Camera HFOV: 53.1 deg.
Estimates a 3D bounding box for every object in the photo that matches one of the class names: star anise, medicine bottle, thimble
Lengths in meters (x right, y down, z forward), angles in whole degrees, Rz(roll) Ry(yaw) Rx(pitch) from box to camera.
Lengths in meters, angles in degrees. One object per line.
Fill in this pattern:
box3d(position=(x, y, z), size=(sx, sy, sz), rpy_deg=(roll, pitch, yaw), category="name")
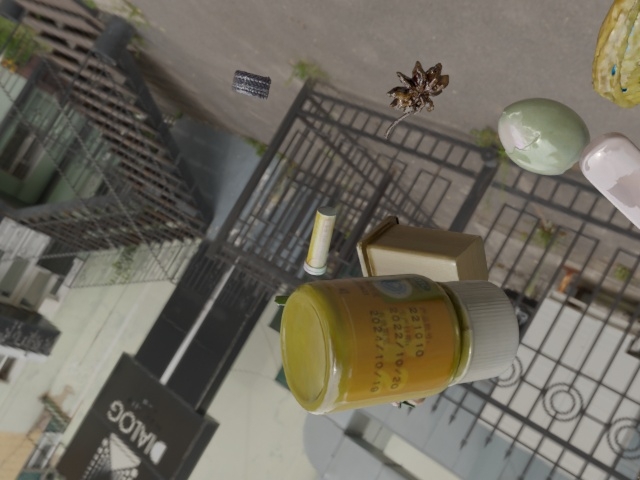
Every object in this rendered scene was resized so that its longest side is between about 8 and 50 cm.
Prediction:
box3d(position=(0.253, -0.369, 1.680), size=(0.234, 0.177, 0.073), rpy_deg=(88, 162, -61), category="star anise")
box3d(position=(0.000, 0.000, 2.002), size=(0.074, 0.218, 0.074), rpy_deg=(9, -149, -5), category="medicine bottle")
box3d(position=(-0.193, -0.436, 1.787), size=(0.105, 0.066, 0.095), rpy_deg=(12, -166, -14), category="thimble")
box3d(position=(0.142, 0.171, 1.129), size=(0.385, 0.224, 0.224), rpy_deg=(-1, -169, -25), category="medicine bottle")

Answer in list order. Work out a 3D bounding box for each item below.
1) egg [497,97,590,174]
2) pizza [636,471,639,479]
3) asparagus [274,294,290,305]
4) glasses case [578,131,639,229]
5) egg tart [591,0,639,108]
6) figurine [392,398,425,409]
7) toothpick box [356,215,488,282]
box3d(position=(0.542, -0.265, 1.586), size=(0.217, 0.183, 0.183), rpy_deg=(35, 176, -4), category="egg")
box3d(position=(0.670, 0.543, 1.188), size=(0.130, 0.406, 0.439), rpy_deg=(24, -138, -31), category="pizza")
box3d(position=(-0.028, 0.154, 1.634), size=(0.179, 0.041, 0.045), rpy_deg=(-3, 166, 3), category="asparagus")
box3d(position=(0.676, -0.114, 1.369), size=(0.297, 0.113, 0.075), rpy_deg=(38, -153, -18), category="glasses case")
box3d(position=(0.655, -0.402, 1.152), size=(0.169, 0.387, 0.388), rpy_deg=(38, -179, 34), category="egg tart")
box3d(position=(0.245, 0.433, 1.831), size=(0.114, 0.144, 0.178), rpy_deg=(35, 137, -12), category="figurine")
box3d(position=(0.285, 0.061, 1.766), size=(0.308, 0.190, 0.187), rpy_deg=(8, 123, 41), category="toothpick box")
